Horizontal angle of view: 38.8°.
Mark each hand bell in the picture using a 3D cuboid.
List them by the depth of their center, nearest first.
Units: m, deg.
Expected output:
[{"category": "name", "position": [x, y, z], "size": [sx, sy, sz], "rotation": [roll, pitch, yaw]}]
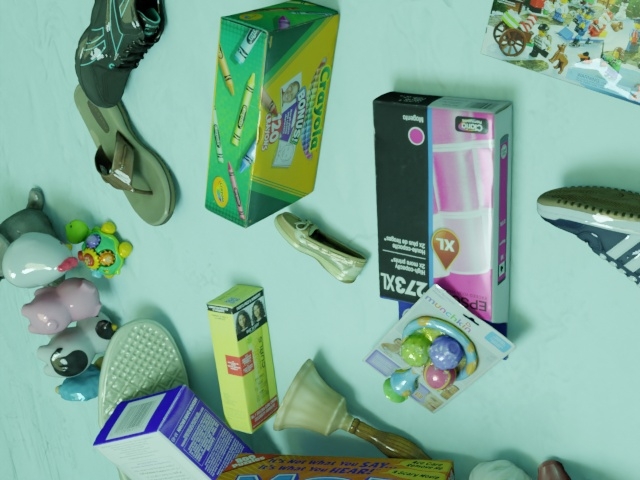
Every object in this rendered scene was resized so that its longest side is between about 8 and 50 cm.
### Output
[{"category": "hand bell", "position": [0.060, 0.295, 1.418], "size": [0.242, 0.126, 0.126], "rotation": [26, 124, 11]}]

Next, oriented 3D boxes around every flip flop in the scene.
[{"category": "flip flop", "position": [-0.339, -0.141, 1.513], "size": [0.112, 0.080, 0.277], "rotation": [-30, 91, 40]}]

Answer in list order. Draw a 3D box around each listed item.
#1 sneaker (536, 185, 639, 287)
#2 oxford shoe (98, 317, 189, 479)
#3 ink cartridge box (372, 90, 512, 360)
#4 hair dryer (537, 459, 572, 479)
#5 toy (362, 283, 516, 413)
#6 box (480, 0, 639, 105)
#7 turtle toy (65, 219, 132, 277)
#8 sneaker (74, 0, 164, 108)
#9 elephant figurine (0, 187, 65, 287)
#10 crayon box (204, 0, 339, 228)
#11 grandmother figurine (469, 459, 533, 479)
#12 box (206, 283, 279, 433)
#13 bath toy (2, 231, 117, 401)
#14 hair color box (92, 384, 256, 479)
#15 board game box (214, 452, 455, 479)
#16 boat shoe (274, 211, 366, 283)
[{"category": "sneaker", "position": [0.382, 0.032, 1.055], "size": [0.282, 0.099, 0.153], "rotation": [14, 116, 28]}, {"category": "oxford shoe", "position": [-0.319, 0.351, 1.684], "size": [0.130, 0.169, 0.449], "rotation": [-138, 40, -66]}, {"category": "ink cartridge box", "position": [0.164, -0.009, 1.223], "size": [0.175, 0.069, 0.371], "rotation": [11, 118, 32]}, {"category": "hair dryer", "position": [0.368, 0.421, 1.194], "size": [0.080, 0.223, 0.293], "rotation": [-46, 58, 24]}, {"category": "toy", "position": [0.151, 0.172, 1.272], "size": [0.137, 0.056, 0.237], "rotation": [37, 143, 1]}, {"category": "box", "position": [0.308, -0.254, 1.017], "size": [0.233, 0.044, 0.159], "rotation": [24, 123, 25]}, {"category": "turtle toy", "position": [-0.405, 0.014, 1.638], "size": [0.130, 0.066, 0.095], "rotation": [49, 130, 8]}, {"category": "sneaker", "position": [-0.306, -0.315, 1.400], "size": [0.106, 0.101, 0.267], "rotation": [30, 125, 19]}, {"category": "elephant figurine", "position": [-0.603, 0.042, 1.668], "size": [0.186, 0.239, 0.169], "rotation": [53, 143, 34]}, {"category": "crayon box", "position": [-0.068, -0.176, 1.246], "size": [0.081, 0.165, 0.278], "rotation": [24, 123, 26]}, {"category": "grandmother figurine", "position": [0.294, 0.469, 1.315], "size": [0.207, 0.104, 0.342], "rotation": [-10, 107, 30]}, {"category": "box", "position": [-0.126, 0.196, 1.505], "size": [0.058, 0.087, 0.232], "rotation": [8, 113, 33]}, {"category": "bath toy", "position": [-0.448, 0.132, 1.644], "size": [0.129, 0.151, 0.348], "rotation": [0, 127, 18]}, {"category": "hair color box", "position": [-0.201, 0.404, 1.562], "size": [0.185, 0.110, 0.339], "rotation": [-20, 119, 39]}, {"category": "board game box", "position": [0.000, 0.546, 1.288], "size": [0.356, 0.356, 0.356], "rotation": [-3, 102, 19]}, {"category": "boat shoe", "position": [0.000, 0.001, 1.350], "size": [0.153, 0.056, 0.048], "rotation": [40, 118, 13]}]
